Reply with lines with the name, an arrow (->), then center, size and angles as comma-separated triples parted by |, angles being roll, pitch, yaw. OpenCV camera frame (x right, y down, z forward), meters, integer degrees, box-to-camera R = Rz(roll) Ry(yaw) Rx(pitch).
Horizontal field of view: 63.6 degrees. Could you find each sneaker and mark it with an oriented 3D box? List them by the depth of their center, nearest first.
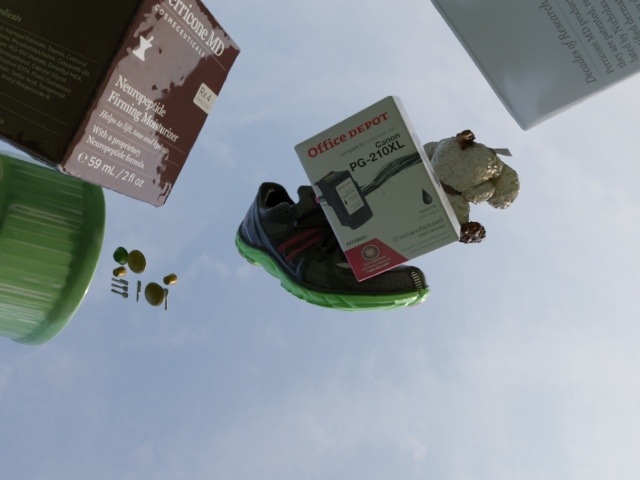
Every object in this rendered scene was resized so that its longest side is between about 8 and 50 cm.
sneaker -> 0.000, 0.000, 1.008 | 0.483, 0.202, 0.185 | 25, -164, 39

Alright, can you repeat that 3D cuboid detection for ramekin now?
ramekin -> -0.488, 0.005, 0.814 | 0.148, 0.303, 0.303 | 24, -138, -47

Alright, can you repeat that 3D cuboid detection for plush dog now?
plush dog -> 0.290, -0.111, 1.152 | 0.263, 0.210, 0.225 | 26, -92, 21

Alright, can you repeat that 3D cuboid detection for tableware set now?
tableware set -> -0.344, 0.069, 1.001 | 0.154, 0.103, 0.024 | 13, -166, 24

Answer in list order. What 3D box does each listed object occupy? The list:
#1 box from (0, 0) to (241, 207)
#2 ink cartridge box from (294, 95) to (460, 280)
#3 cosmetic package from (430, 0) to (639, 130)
box -> -0.221, -0.168, 0.520 | 0.167, 0.168, 0.203 | 27, -90, 16
ink cartridge box -> 0.090, -0.083, 0.808 | 0.237, 0.172, 0.100 | 64, -161, -5
cosmetic package -> 0.418, -0.456, 0.790 | 0.327, 0.394, 0.329 | 44, -135, -21
